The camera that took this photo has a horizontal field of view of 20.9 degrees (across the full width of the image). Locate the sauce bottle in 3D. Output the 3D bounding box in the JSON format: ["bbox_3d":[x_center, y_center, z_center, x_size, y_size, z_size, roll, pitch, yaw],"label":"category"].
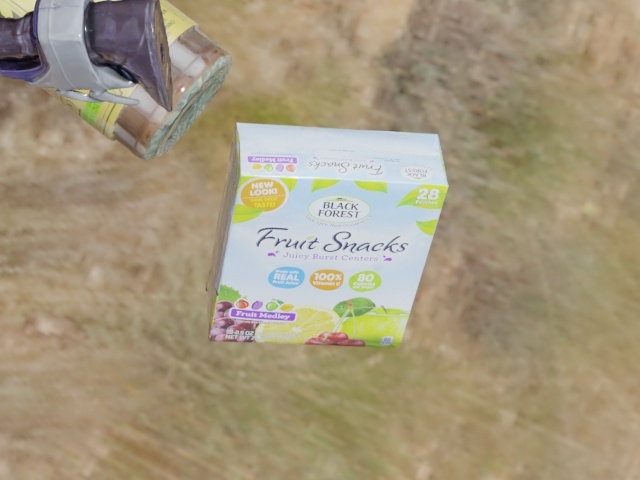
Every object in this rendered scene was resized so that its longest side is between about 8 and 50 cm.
[{"bbox_3d":[-0.230,-0.198,1.295,0.111,0.344,0.111,-53,175,-6],"label":"sauce bottle"}]

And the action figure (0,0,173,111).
[{"bbox_3d":[-0.222,-0.116,0.888,0.099,0.285,0.185,79,9,-74],"label":"action figure"}]

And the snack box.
[{"bbox_3d":[0.000,0.000,1.471,0.070,0.174,0.207,-98,-165,-44],"label":"snack box"}]
